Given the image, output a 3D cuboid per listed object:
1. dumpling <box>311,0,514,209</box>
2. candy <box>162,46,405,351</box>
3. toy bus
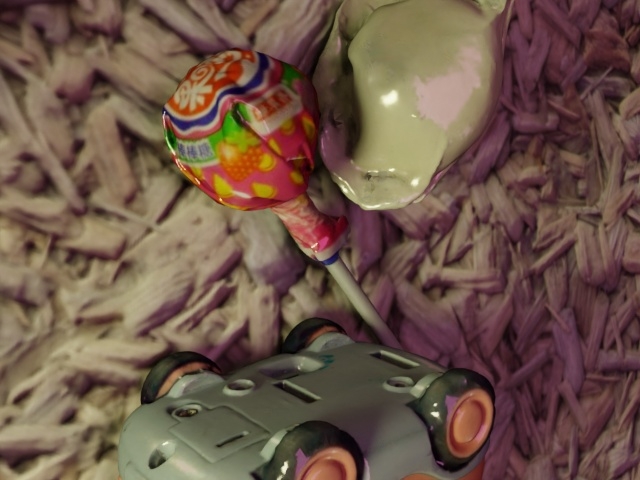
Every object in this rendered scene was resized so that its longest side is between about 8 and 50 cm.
[{"bbox_3d":[0.077,-0.144,0.700,0.250,0.163,0.132,-66,161,-5],"label":"dumpling"},{"bbox_3d":[0.000,0.000,0.669,0.124,0.124,0.365,-54,128,-25],"label":"candy"},{"bbox_3d":[-0.005,0.197,0.609,0.288,0.194,0.232,-14,111,-38],"label":"toy bus"}]
